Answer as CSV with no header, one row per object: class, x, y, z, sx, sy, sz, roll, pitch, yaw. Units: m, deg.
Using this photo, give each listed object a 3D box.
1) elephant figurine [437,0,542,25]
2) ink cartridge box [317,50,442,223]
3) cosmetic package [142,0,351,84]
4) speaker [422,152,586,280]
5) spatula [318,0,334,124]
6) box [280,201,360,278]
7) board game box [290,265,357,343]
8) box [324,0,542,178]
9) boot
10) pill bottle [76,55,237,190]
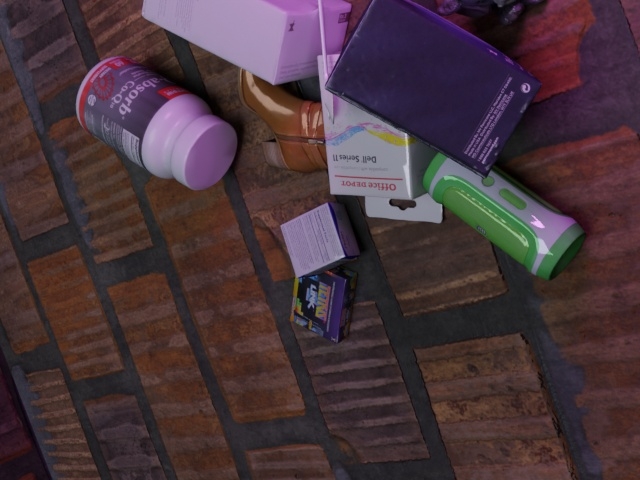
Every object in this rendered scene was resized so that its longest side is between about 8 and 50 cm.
elephant figurine,0.264,-0.437,1.525,0.186,0.239,0.169,-30,86,43
ink cartridge box,0.121,-0.197,1.816,0.207,0.119,0.354,6,109,39
cosmetic package,-0.154,-0.469,1.885,0.385,0.217,0.156,34,125,29
speaker,0.332,-0.057,1.689,0.296,0.131,0.131,39,127,22
spatula,0.012,-0.339,1.696,0.019,0.168,0.242,-3,102,3
box,0.000,0.000,1.992,0.137,0.072,0.126,-25,77,31
board game box,0.005,0.129,2.086,0.141,0.048,0.170,25,121,33
box,0.180,-0.275,1.531,0.294,0.296,0.183,27,106,-5
boot,-0.053,-0.274,1.934,0.220,0.109,0.284,5,113,43
pill bottle,-0.380,-0.271,2.151,0.362,0.210,0.210,31,124,27
